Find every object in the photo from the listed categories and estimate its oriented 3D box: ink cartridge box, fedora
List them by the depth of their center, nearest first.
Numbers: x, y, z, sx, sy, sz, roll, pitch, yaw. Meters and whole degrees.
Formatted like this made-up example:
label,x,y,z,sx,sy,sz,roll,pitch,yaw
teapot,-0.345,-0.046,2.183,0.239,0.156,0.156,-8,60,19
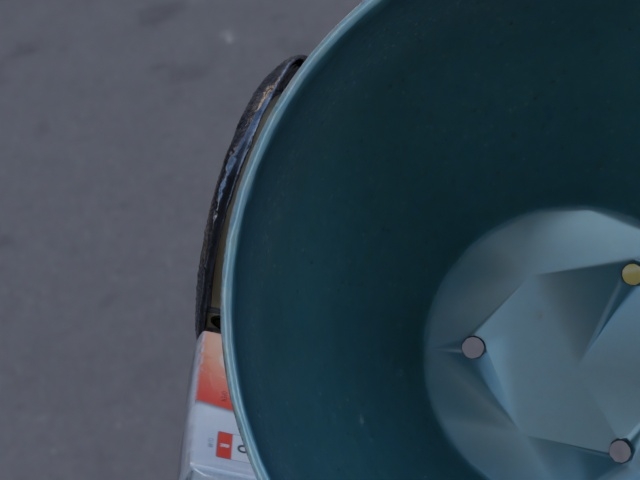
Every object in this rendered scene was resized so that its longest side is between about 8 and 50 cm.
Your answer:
label,x,y,z,sx,sy,sz,roll,pitch,yaw
ink cartridge box,0.020,0.107,0.909,0.179,0.045,0.145,8,22,-5
fedora,0.000,0.000,1.691,0.152,0.334,0.334,16,33,10

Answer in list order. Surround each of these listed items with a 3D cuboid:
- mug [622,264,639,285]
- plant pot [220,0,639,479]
label,x,y,z,sx,sy,sz,roll,pitch,yaw
mug,0.166,0.015,1.009,0.064,0.078,0.062,-11,65,20
plant pot,0.112,0.038,0.734,0.290,0.290,0.195,-12,-10,-1
